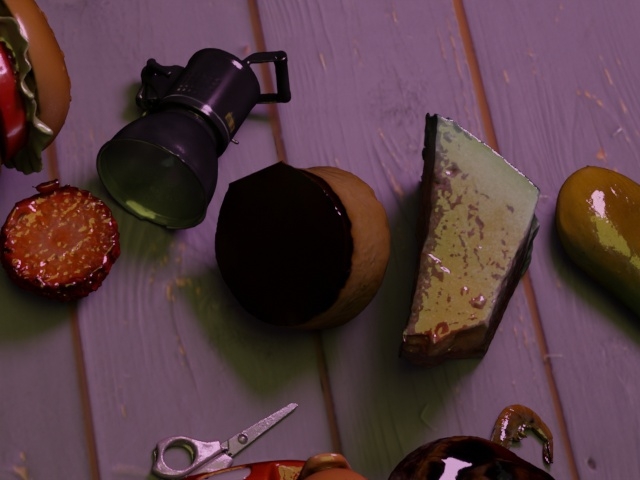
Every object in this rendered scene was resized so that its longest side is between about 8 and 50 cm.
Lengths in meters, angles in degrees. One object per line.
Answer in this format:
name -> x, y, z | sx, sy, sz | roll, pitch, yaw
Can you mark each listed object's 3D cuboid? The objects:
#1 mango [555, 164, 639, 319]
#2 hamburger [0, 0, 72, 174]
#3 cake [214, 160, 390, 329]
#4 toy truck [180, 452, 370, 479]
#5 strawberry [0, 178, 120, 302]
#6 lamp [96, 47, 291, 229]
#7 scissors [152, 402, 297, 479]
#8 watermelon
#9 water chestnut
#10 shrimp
mango -> 0.390, 0.009, 2.170 | 0.237, 0.091, 0.137 | 43, 68, 0
hamburger -> -0.397, -0.185, 1.944 | 0.212, 0.274, 0.274 | -27, 75, -24
cake -> 0.000, 0.000, 2.023 | 0.185, 0.208, 0.178 | 14, 17, 31
toy truck -> -0.043, 0.313, 1.807 | 0.264, 0.239, 0.189 | -7, 73, -2
strawberry -> -0.297, 0.008, 1.986 | 0.145, 0.086, 0.145 | 7, 63, -13
lamp -> -0.157, -0.144, 2.079 | 0.172, 0.147, 0.227 | 15, 51, 18
scissors -> -0.100, 0.234, 1.977 | 0.189, 0.015, 0.100 | -31, 78, -27
watermelon -> 0.180, 0.015, 2.036 | 0.151, 0.264, 0.302 | 6, 74, 3
water chestnut -> 0.178, 0.318, 1.895 | 0.223, 0.238, 0.224 | 12, 61, -22
shrimp -> 0.236, 0.249, 2.054 | 0.083, 0.023, 0.114 | 32, 58, -2
